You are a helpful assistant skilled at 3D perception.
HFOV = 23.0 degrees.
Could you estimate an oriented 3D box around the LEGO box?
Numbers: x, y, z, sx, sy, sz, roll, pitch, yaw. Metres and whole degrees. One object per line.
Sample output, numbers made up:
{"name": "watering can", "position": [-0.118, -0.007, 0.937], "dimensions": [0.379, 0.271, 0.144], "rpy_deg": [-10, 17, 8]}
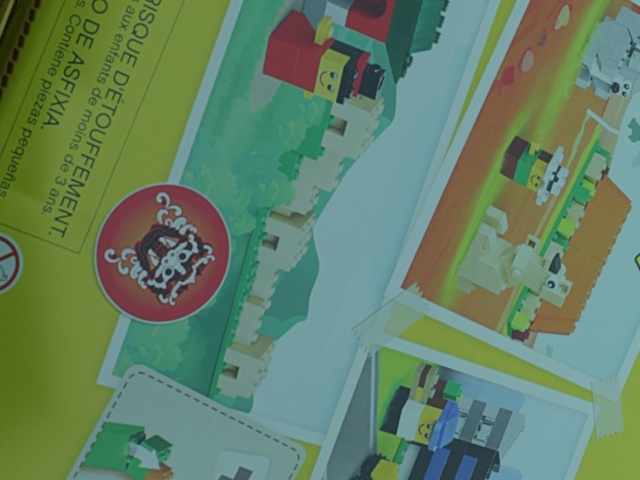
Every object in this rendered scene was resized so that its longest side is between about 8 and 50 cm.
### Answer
{"name": "LEGO box", "position": [0.000, 0.000, 0.674], "dimensions": [0.372, 0.193, 0.500], "rpy_deg": [23, 89, -26]}
